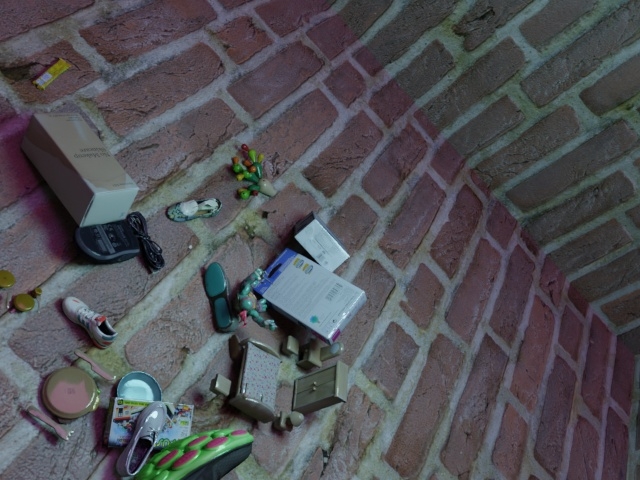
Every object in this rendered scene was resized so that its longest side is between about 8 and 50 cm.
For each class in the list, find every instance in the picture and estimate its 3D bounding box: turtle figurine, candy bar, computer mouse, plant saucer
[{"bbox_3d":[-0.191,0.168,1.972,0.118,0.234,0.175,-6,93,-7],"label":"turtle figurine"},{"bbox_3d":[-0.782,-0.487,2.023,0.040,0.018,0.161,37,42,-14],"label":"candy bar"},{"bbox_3d":[-0.553,0.014,1.847,0.272,0.072,0.188,-2,61,-59],"label":"computer mouse"},{"bbox_3d":[-0.448,0.382,1.707,0.119,0.021,0.119,25,47,-30],"label":"plant saucer"}]

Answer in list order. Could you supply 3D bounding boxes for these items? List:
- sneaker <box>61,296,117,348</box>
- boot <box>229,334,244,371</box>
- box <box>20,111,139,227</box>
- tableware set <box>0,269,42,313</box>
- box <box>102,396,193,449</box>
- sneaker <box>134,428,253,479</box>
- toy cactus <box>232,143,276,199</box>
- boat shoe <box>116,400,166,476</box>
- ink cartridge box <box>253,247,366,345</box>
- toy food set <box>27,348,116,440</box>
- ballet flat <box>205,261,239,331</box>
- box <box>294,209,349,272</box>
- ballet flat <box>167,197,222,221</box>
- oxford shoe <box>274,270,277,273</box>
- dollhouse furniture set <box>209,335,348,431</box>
[{"bbox_3d":[-0.558,0.190,1.697,0.161,0.075,0.057,49,39,-6],"label":"sneaker"},{"bbox_3d":[-0.212,0.330,1.973,0.087,0.042,0.118,21,50,-42],"label":"boot"},{"bbox_3d":[-0.628,-0.189,1.809,0.311,0.121,0.148,47,34,18],"label":"box"},{"bbox_3d":[-0.731,0.119,1.623,0.154,0.024,0.103,15,49,-36],"label":"tableware set"},{"bbox_3d":[-0.410,0.441,1.663,0.207,0.036,0.114,16,71,-37],"label":"box"},{"bbox_3d":[-0.327,0.604,1.557,0.483,0.185,0.202,-39,112,-40],"label":"sneaker"},{"bbox_3d":[-0.215,-0.214,2.334,0.181,0.112,0.218,35,33,-36],"label":"toy cactus"},{"bbox_3d":[-0.404,0.455,1.597,0.066,0.063,0.184,47,56,-23],"label":"boat shoe"},{"bbox_3d":[-0.038,0.163,2.103,0.311,0.065,0.185,30,68,26],"label":"ink cartridge box"},{"bbox_3d":[-0.575,0.355,1.597,0.132,0.038,0.192,38,46,-7],"label":"toy food set"},{"bbox_3d":[-0.284,0.167,2.010,0.068,0.072,0.213,38,33,-63],"label":"ballet flat"},{"bbox_3d":[0.000,0.000,2.269,0.169,0.087,0.290,47,3,-6],"label":"box"},{"bbox_3d":[-0.376,-0.101,2.104,0.188,0.070,0.070,-15,73,-49],"label":"ballet flat"},{"bbox_3d":[-0.044,0.136,2.236,0.227,0.096,0.082,21,51,-32],"label":"oxford shoe"},{"bbox_3d":[-0.099,0.335,1.925,0.356,0.174,0.303,39,39,-33],"label":"dollhouse furniture set"}]
